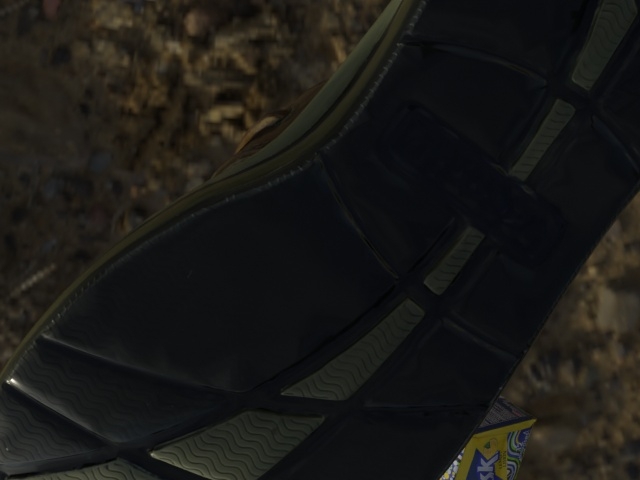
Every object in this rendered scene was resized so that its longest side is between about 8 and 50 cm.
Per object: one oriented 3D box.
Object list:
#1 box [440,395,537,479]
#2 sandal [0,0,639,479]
[{"bbox_3d":[0.030,0.082,0.847,0.054,0.169,0.059,-4,118,-42],"label":"box"},{"bbox_3d":[0.023,-0.007,0.501,0.303,0.086,0.120,-45,101,0],"label":"sandal"}]
